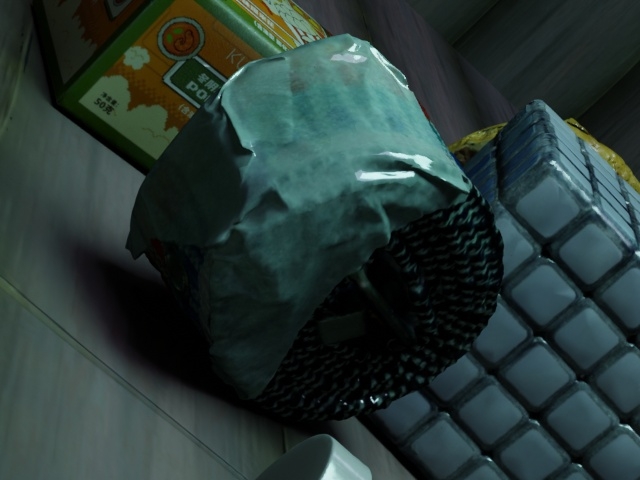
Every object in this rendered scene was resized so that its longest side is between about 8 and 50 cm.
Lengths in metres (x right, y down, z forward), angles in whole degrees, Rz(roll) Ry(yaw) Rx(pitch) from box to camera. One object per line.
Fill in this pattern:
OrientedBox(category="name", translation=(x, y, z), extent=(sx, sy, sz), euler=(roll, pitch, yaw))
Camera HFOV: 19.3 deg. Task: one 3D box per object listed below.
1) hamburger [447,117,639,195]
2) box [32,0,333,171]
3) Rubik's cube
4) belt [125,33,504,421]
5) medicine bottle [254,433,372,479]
OrientedBox(category="hamburger", translation=(0.194, -0.001, 1.748), extent=(0.244, 0.244, 0.163), euler=(33, 41, -43))
OrientedBox(category="box", translation=(-0.093, -0.140, 1.430), extent=(0.195, 0.148, 0.177), euler=(38, 15, -31))
OrientedBox(category="Rubik's cube", translation=(0.165, 0.066, 1.425), extent=(0.238, 0.237, 0.237), euler=(46, 13, -6))
OrientedBox(category="belt", translation=(0.000, 0.000, 1.198), extent=(0.150, 0.207, 0.257), euler=(55, 2, 36))
OrientedBox(category="medicine bottle", translation=(0.057, 0.217, 0.923), extent=(0.250, 0.131, 0.131), euler=(43, 15, -11))
